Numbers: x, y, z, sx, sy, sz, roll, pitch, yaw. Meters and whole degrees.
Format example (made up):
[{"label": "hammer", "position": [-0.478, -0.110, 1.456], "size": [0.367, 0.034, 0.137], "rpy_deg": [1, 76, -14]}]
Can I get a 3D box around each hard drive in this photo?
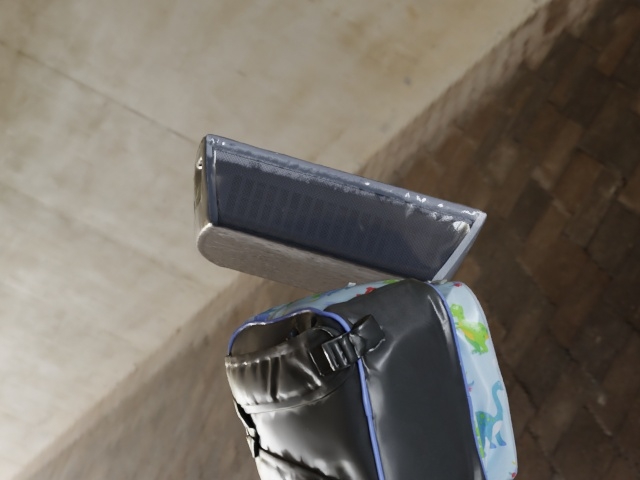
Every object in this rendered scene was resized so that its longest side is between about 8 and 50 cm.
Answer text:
[{"label": "hard drive", "position": [0.000, 0.000, 0.707], "size": [0.254, 0.172, 0.054], "rpy_deg": [121, 165, -82]}]

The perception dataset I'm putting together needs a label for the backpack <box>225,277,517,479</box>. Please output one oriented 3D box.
[{"label": "backpack", "position": [0.019, 0.069, 0.453], "size": [0.114, 0.084, 0.105], "rpy_deg": [-13, 92, 59]}]
